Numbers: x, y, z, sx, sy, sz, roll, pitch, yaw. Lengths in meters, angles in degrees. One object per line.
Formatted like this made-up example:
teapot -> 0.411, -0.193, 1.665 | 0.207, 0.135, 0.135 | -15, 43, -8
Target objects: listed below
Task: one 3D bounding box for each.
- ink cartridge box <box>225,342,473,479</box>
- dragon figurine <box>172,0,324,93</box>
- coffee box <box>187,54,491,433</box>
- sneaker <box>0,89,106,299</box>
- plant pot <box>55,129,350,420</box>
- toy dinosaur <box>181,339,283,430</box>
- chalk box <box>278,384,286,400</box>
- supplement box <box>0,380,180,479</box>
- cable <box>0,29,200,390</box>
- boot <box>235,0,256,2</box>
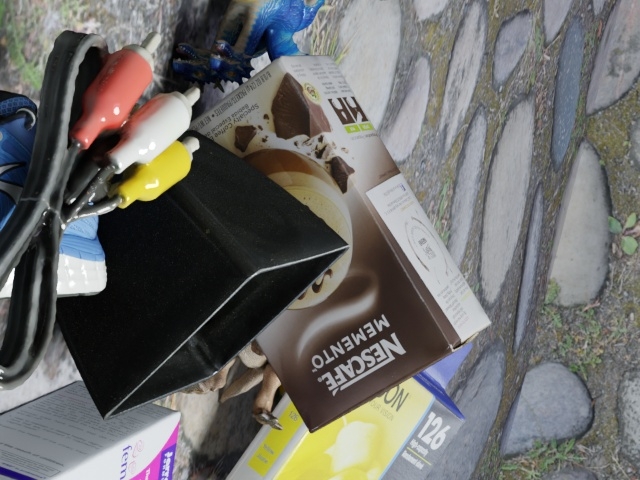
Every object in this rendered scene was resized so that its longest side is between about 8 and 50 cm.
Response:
ink cartridge box -> 0.060, 0.209, 1.563 | 0.307, 0.072, 0.303 | -53, 144, -4
dragon figurine -> -0.042, -0.209, 1.330 | 0.289, 0.085, 0.144 | -10, 115, -62
coffee box -> 0.000, 0.000, 1.232 | 0.297, 0.168, 0.119 | 59, 25, 6
sneaker -> -0.259, -0.030, 0.909 | 0.330, 0.129, 0.147 | -4, 93, -70
plant pot -> -0.123, 0.012, 1.117 | 0.187, 0.167, 0.188 | -44, 169, 22
toy dinosaur -> -0.064, 0.067, 1.422 | 0.296, 0.127, 0.200 | 84, 22, -53
chalk box -> 0.030, 0.150, 1.682 | 0.132, 0.132, 0.213 | -54, 151, -44
supplement box -> -0.222, 0.206, 1.128 | 0.220, 0.114, 0.111 | -23, 124, -65
cable -> -0.160, -0.035, 0.889 | 0.287, 0.072, 0.139 | -67, 146, -45
boot -> -0.099, -0.350, 1.116 | 0.269, 0.089, 0.236 | 26, 69, -68
